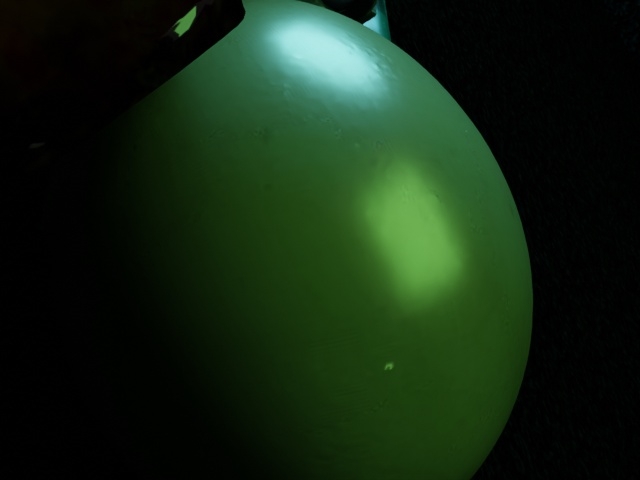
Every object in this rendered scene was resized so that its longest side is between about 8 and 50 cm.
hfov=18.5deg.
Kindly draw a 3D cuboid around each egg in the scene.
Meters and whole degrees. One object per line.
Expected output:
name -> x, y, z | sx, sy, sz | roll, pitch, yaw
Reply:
egg -> -0.016, 0.008, 0.764 | 0.186, 0.186, 0.242 | 41, 20, -44

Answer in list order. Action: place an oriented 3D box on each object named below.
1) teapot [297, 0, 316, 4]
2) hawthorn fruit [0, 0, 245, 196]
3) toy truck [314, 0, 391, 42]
teapot -> -0.078, -0.149, 0.818 | 0.221, 0.178, 0.163 | 45, 27, -19
hawthorn fruit -> -0.130, -0.132, 0.626 | 0.215, 0.215, 0.250 | -33, 115, -72
toy truck -> -0.056, -0.168, 1.013 | 0.253, 0.124, 0.114 | 38, 27, -29
